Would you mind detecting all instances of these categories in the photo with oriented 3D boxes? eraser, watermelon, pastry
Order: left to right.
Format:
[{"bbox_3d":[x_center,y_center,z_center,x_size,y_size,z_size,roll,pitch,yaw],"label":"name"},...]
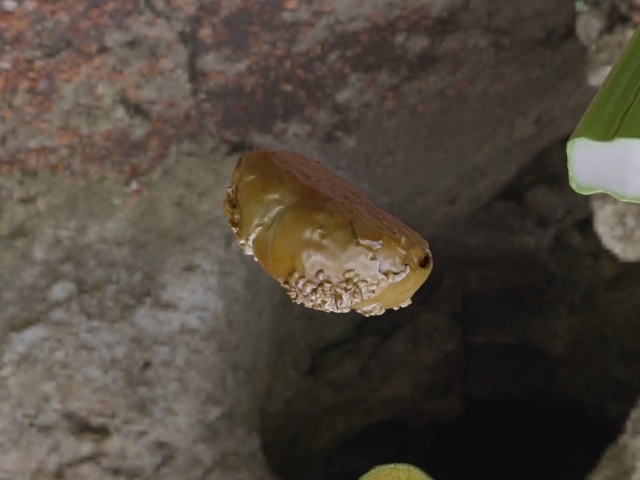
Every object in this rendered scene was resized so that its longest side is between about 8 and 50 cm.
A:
[{"bbox_3d":[0.000,0.000,1.855,0.311,0.162,0.255,38,-169,39],"label":"pastry"},{"bbox_3d":[0.077,0.268,1.312,0.105,0.106,0.062,-4,161,18],"label":"watermelon"},{"bbox_3d":[0.400,-0.142,1.454,0.210,0.274,0.092,7,128,26],"label":"eraser"}]
